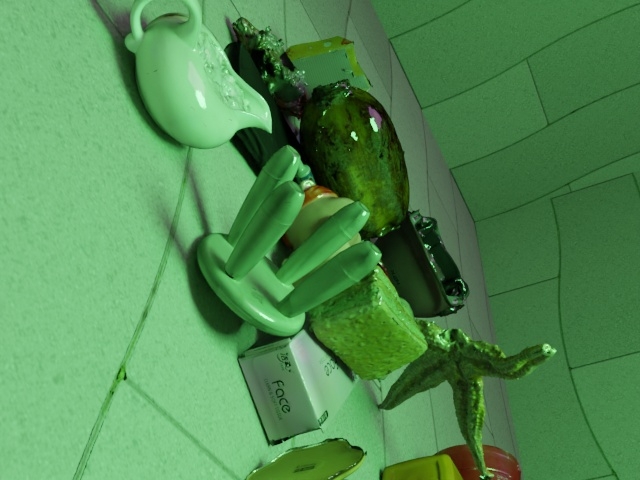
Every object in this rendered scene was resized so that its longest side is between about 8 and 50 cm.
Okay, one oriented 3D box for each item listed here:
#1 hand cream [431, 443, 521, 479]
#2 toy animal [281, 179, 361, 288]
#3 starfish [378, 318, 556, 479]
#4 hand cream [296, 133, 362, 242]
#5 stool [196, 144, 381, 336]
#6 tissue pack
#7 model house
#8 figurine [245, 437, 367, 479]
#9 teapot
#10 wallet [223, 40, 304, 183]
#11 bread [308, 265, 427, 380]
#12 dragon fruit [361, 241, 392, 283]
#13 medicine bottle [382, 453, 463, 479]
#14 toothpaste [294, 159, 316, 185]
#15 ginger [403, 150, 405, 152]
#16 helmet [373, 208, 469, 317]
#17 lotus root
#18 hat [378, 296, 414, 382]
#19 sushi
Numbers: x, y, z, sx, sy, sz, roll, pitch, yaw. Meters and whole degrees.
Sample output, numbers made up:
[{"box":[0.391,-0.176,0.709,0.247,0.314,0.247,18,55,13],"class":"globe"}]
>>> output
[{"box":[0.344,0.575,1.862,0.149,0.230,0.230,-89,155,-44],"class":"hand cream"},{"box":[0.000,0.000,1.516,0.171,0.171,0.197,50,31,-50],"class":"toy animal"},{"box":[0.231,0.268,1.585,0.132,0.398,0.383,-47,145,-48],"class":"starfish"},{"box":[0.027,-0.099,1.870,0.331,0.058,0.085,60,34,-18],"class":"hand cream"},{"box":[-0.048,0.005,1.192,0.195,0.198,0.195,35,20,-18],"class":"stool"},{"box":[-0.028,0.203,1.319,0.148,0.093,0.246,69,18,-4],"class":"tissue pack"},{"box":[-0.008,-0.312,1.801,0.136,0.219,0.207,81,-8,-61],"class":"model house"},{"box":[0.009,0.424,1.112,0.208,0.181,0.257,-3,-73,67],"class":"figurine"},{"box":[-0.185,-0.243,1.214,0.298,0.139,0.204,50,30,-51],"class":"teapot"},{"box":[-0.091,-0.185,1.577,0.377,0.051,0.197,56,25,-51],"class":"wallet"},{"box":[0.074,0.132,1.321,0.196,0.138,0.102,47,30,-42],"class":"bread"},{"box":[0.081,0.065,1.754,0.127,0.121,0.161,51,19,-62],"class":"dragon fruit"},{"box":[0.227,0.538,1.663,0.112,0.149,0.222,-87,153,-49],"class":"medicine bottle"},{"box":[-0.015,-0.082,1.618,0.057,0.035,0.197,-64,145,-38],"class":"toothpaste"},{"box":[0.118,-0.172,1.968,0.375,0.176,0.256,24,54,-83],"class":"ginger"},{"box":[0.222,0.075,2.039,0.270,0.197,0.338,66,19,5],"class":"helmet"},{"box":[0.070,-0.157,1.666,0.179,0.196,0.397,35,-26,46],"class":"lotus root"},{"box":[0.159,0.186,1.882,0.252,0.110,0.252,-19,90,-73],"class":"hat"},{"box":[-0.098,-0.340,1.635,0.226,0.103,0.097,50,63,-13],"class":"sushi"}]
